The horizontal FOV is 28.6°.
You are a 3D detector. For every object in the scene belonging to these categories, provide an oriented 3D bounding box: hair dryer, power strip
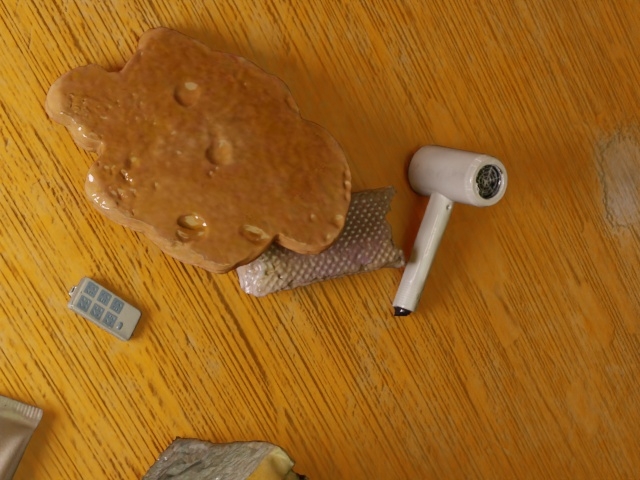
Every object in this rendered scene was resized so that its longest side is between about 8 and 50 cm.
[{"bbox_3d":[0.148,-0.008,1.641,0.073,0.131,0.236,26,85,-35],"label":"hair dryer"},{"bbox_3d":[-0.241,0.077,1.405,0.090,0.016,0.040,36,66,-28],"label":"power strip"}]

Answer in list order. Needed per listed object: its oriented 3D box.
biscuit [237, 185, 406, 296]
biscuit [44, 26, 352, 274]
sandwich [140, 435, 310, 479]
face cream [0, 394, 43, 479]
[{"bbox_3d":[0.000,0.000,1.559,0.239,0.062,0.108,-10,94,-34],"label":"biscuit"},{"bbox_3d":[-0.136,-0.097,1.441,0.376,0.051,0.269,23,61,-19],"label":"biscuit"},{"bbox_3d":[-0.165,0.330,1.284,0.099,0.271,0.301,51,59,-11],"label":"sandwich"},{"bbox_3d":[-0.390,0.308,1.249,0.137,0.084,0.341,23,66,-22],"label":"face cream"}]
